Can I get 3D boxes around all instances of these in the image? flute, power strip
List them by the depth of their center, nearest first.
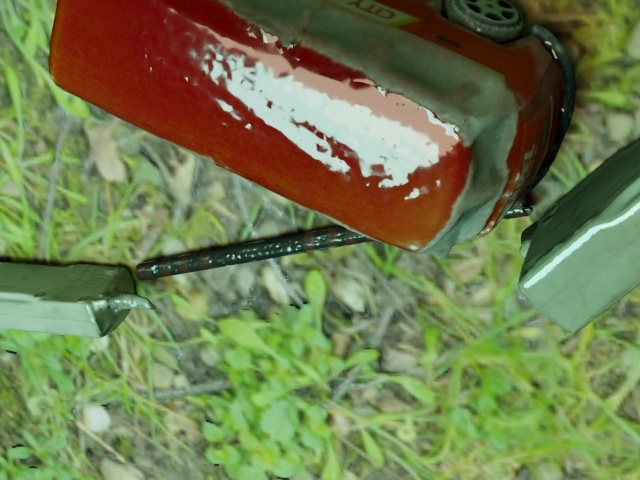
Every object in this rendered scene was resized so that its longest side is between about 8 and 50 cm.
[{"bbox_3d":[0.198,-0.055,0.676,0.048,0.080,0.286,40,125,-7],"label":"power strip"},{"bbox_3d":[0.000,0.000,0.839,0.269,0.014,0.014,-10,113,29],"label":"flute"},{"bbox_3d":[-0.190,0.036,0.929,0.191,0.047,0.030,4,123,25],"label":"power strip"}]

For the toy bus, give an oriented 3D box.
[{"bbox_3d":[-0.009,-0.087,0.727,0.265,0.120,0.121,26,127,11],"label":"toy bus"}]
